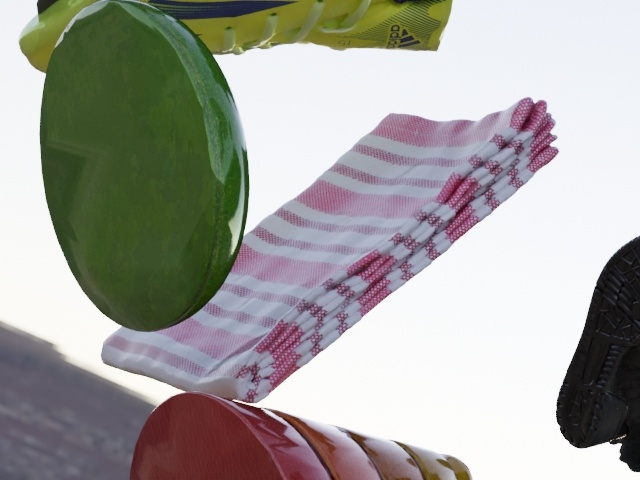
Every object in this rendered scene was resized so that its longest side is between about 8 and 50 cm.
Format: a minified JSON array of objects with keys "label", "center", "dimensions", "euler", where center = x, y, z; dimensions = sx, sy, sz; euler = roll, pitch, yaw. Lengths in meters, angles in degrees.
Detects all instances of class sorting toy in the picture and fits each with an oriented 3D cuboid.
[{"label":"sorting toy","center":[-0.024,-0.012,0.718],"dimensions":[0.126,0.366,0.127],"euler":[-9,-10,-36]}]

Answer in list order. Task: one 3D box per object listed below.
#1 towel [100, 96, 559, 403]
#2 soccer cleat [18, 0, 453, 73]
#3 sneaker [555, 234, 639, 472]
[{"label":"towel","center":[0.000,0.000,0.806],"dimensions":[0.144,0.197,0.029],"euler":[2,-53,61]},{"label":"soccer cleat","center":[0.002,-0.124,0.834],"dimensions":[0.093,0.289,0.121],"euler":[-101,166,-68]},{"label":"sneaker","center":[0.186,0.063,1.003],"dimensions":[0.089,0.170,0.051],"euler":[-3,39,-31]}]
